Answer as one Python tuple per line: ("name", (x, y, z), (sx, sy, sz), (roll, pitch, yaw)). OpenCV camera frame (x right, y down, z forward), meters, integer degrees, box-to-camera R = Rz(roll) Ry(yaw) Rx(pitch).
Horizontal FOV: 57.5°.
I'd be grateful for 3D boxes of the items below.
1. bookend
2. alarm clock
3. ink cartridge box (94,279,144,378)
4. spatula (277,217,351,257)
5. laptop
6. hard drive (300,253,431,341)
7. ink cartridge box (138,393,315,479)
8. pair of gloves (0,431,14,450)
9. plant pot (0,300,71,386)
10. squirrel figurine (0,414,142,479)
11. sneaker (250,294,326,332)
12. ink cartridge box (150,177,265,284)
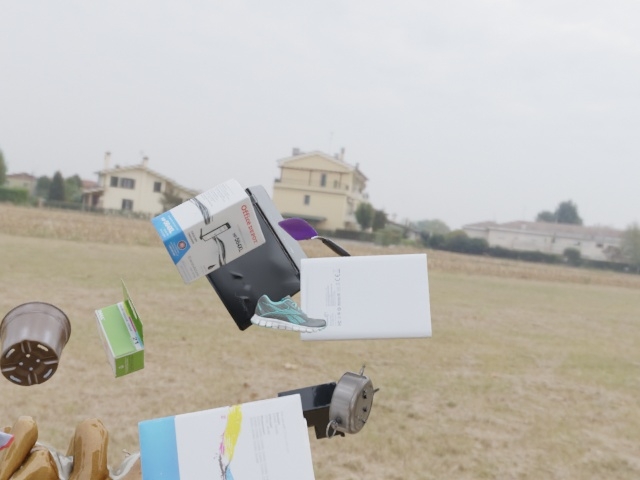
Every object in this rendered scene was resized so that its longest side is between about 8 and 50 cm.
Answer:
("bookend", (-0.021, 0.460, 1.538), (0.156, 0.157, 0.072), (-11, 40, -3))
("alarm clock", (0.063, 0.364, 1.263), (0.064, 0.129, 0.192), (12, 26, 29))
("ink cartridge box", (-0.611, 0.267, 1.771), (0.097, 0.255, 0.188), (-18, 56, -28))
("spatula", (0.000, 0.000, 1.669), (0.084, 0.030, 0.296), (-14, -26, 34))
("laptop", (-0.230, 0.037, 1.979), (0.236, 0.382, 0.408), (-30, 5, 8))
("hard drive", (0.110, 0.144, 1.469), (0.319, 0.210, 0.040), (-2, -18, 6))
("ink cartridge box", (-0.152, 0.397, 1.006), (0.270, 0.197, 0.198), (-9, -23, -8))
("pair of gloves", (-0.585, 0.321, 0.883), (0.159, 0.198, 0.023), (45, 10, -39))
("plant pot", (-0.699, 0.257, 1.419), (0.167, 0.167, 0.165), (6, 17, -23))
("squirrel figurine", (-0.479, 0.559, 1.141), (0.370, 0.396, 0.281), (24, -39, -27))
("sneaker", (-0.065, 0.159, 1.274), (0.167, 0.076, 0.065), (10, -6, -11))
("ink cartridge box", (-0.239, -0.020, 1.268), (0.203, 0.148, 0.086), (-29, 47, -14))
